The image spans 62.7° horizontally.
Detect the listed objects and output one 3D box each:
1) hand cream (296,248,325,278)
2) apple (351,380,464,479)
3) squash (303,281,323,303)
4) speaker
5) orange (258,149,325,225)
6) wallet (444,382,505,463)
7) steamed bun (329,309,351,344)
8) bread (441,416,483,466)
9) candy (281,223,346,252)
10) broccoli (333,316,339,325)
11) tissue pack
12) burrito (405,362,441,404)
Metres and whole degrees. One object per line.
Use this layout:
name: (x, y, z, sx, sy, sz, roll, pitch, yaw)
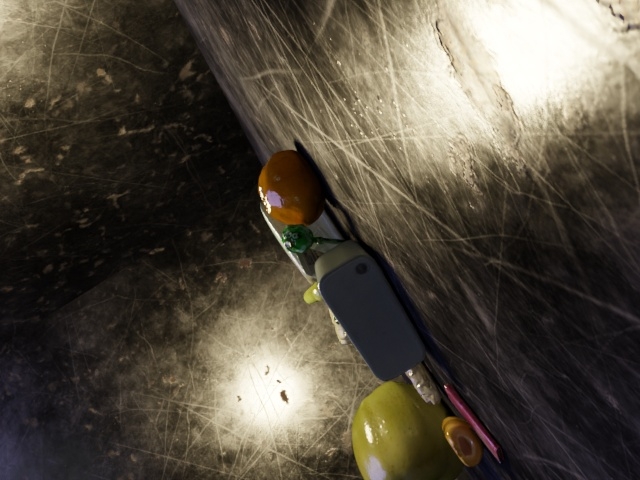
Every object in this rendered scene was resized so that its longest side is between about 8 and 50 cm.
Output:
hand cream: (0.040, 0.097, 1.705, 0.314, 0.089, 0.139, 26, -152, -42)
apple: (0.342, 0.813, 2.126, 0.473, 0.474, 0.473, 57, 176, 6)
squash: (-0.009, 0.201, 2.044, 0.083, 0.083, 0.250, 57, 163, 2)
speaker: (0.141, 0.199, 1.561, 0.406, 0.183, 0.184, 58, -179, -20)
orange: (-0.094, -0.148, 1.621, 0.249, 0.183, 0.249, 56, 177, 5)
wallet: (0.441, 0.522, 1.509, 0.232, 0.025, 0.119, 52, 173, 45)
steamed bun: (0.139, 0.283, 2.116, 0.320, 0.206, 0.275, -105, 0, -84)
bread: (0.453, 0.628, 1.665, 0.142, 0.091, 0.305, 49, 179, 17)
candy: (0.002, 0.000, 1.671, 0.323, 0.097, 0.097, 5, -137, -51)
broccoli: (0.154, 0.251, 1.886, 0.194, 0.194, 0.219, 59, -154, -20)
tissue pack: (-0.050, -0.016, 1.997, 0.331, 0.205, 0.405, 57, 177, 7)
burrito: (0.326, 0.438, 1.958, 0.392, 0.076, 0.117, 57, -174, 28)
